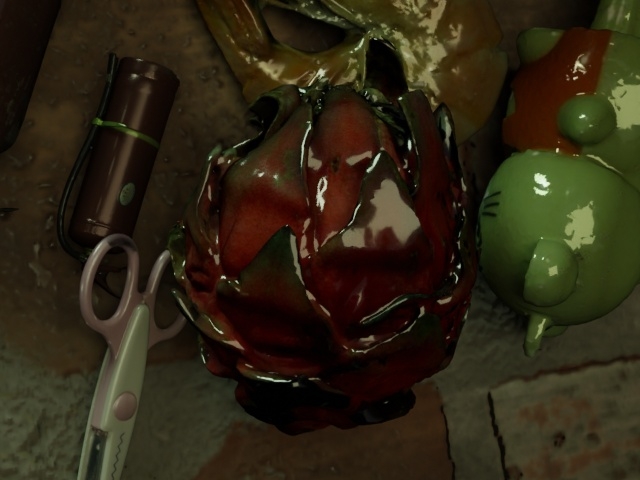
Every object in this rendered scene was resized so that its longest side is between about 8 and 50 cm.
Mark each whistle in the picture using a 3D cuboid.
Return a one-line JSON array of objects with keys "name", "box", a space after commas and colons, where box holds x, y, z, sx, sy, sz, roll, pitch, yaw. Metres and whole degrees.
[{"name": "whistle", "box": [0.163, -0.067, 0.786, 0.106, 0.131, 0.288, 13, 78, 14]}]

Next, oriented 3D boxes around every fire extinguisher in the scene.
[{"name": "fire extinguisher", "box": [-0.173, -0.127, 0.709, 0.089, 0.072, 0.267, 27, 75, -48]}, {"name": "fire extinguisher", "box": [-0.116, -0.037, 0.731, 0.056, 0.039, 0.132, 24, 77, -38]}]

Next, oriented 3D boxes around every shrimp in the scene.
[{"name": "shrimp", "box": [-0.011, -0.140, 0.769, 0.267, 0.061, 0.145, 32, 86, -15]}]

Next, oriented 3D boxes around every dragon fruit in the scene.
[{"name": "dragon fruit", "box": [0.002, 0.009, 0.698, 0.182, 0.182, 0.188, -32, 104, -18]}]

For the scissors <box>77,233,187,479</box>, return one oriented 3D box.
[{"name": "scissors", "box": [-0.114, 0.086, 0.723, 0.085, 0.022, 0.176, 15, 87, -50]}]
